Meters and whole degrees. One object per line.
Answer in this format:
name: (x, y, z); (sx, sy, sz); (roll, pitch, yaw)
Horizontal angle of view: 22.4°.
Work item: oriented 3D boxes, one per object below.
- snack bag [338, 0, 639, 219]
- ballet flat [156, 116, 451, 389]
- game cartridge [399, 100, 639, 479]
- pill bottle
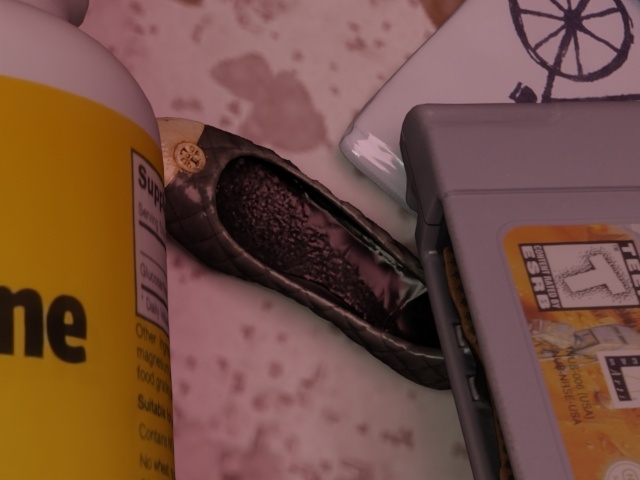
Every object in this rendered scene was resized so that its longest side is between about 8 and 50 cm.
snack bag: (0.211, -0.049, 0.736); (0.323, 0.037, 0.342); (45, 66, -2)
ballet flat: (0.000, 0.000, 0.641); (0.173, 0.049, 0.057); (32, 65, -7)
game cartridge: (0.149, 0.060, 0.574); (0.198, 0.062, 0.297); (-5, 49, -9)
pill bottle: (-0.140, 0.039, 0.506); (0.188, 0.188, 0.333); (1, 73, -18)
